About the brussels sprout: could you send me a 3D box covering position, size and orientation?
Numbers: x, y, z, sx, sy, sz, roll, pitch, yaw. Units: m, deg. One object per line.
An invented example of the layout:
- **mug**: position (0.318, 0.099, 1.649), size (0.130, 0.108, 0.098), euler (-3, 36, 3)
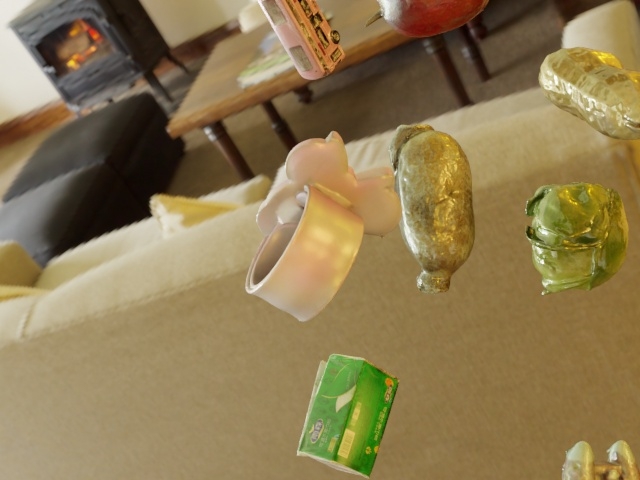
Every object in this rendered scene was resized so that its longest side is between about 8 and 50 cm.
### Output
- **brussels sprout**: position (0.594, -0.011, 2.055), size (0.227, 0.259, 0.294), euler (11, 32, 36)

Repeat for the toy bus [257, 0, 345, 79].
- **toy bus**: position (-0.036, -0.370, 1.480), size (0.063, 0.203, 0.090), euler (-5, 39, 41)

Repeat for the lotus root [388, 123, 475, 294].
- **lotus root**: position (0.232, -0.068, 1.755), size (0.175, 0.349, 0.175), euler (-8, -6, -1)

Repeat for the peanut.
- **peanut**: position (0.506, -0.265, 1.570), size (0.130, 0.130, 0.290), euler (-33, 38, -3)

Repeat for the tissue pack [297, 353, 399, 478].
- **tissue pack**: position (0.039, 0.347, 1.764), size (0.156, 0.148, 0.209), euler (3, 67, 42)

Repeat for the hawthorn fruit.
- **hawthorn fruit**: position (0.186, -0.452, 1.552), size (0.251, 0.189, 0.189), euler (-22, 30, 5)

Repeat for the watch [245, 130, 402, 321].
- **watch**: position (0.000, 0.000, 1.347), size (0.248, 0.211, 0.217), euler (-48, 21, 34)

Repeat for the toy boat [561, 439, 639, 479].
- **toy boat**: position (0.484, 0.452, 1.467), size (0.085, 0.155, 0.227), euler (162, 111, -65)
